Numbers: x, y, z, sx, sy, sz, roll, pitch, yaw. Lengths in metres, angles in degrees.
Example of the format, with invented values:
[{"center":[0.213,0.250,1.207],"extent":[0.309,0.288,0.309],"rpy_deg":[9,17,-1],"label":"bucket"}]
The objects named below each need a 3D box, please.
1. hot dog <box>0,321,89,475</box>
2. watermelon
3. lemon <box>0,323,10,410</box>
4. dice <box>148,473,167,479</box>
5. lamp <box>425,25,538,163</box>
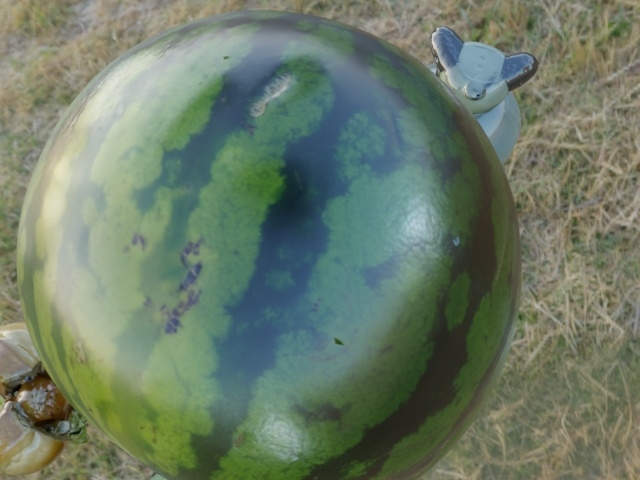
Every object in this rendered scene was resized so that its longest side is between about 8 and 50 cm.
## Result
[{"center":[-0.279,0.157,0.779],"extent":[0.100,0.337,0.135],"rpy_deg":[-5,78,-20],"label":"hot dog"},{"center":[-0.025,0.014,0.457],"extent":[0.285,0.285,0.285],"rpy_deg":[-11,56,17],"label":"watermelon"},{"center":[-0.432,0.212,1.128],"extent":[0.178,0.203,0.178],"rpy_deg":[-7,57,11],"label":"lemon"},{"center":[-0.042,0.400,0.951],"extent":[0.318,0.322,0.330],"rpy_deg":[-24,92,19],"label":"dice"},{"center":[0.203,-0.192,1.157],"extent":[0.198,0.244,0.198],"rpy_deg":[3,63,-6],"label":"lamp"}]
